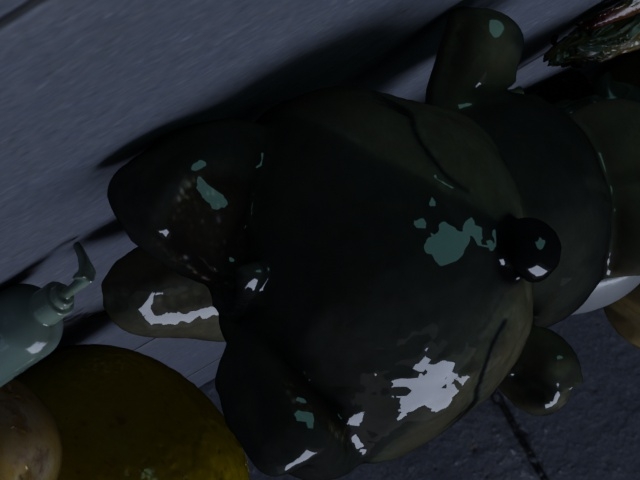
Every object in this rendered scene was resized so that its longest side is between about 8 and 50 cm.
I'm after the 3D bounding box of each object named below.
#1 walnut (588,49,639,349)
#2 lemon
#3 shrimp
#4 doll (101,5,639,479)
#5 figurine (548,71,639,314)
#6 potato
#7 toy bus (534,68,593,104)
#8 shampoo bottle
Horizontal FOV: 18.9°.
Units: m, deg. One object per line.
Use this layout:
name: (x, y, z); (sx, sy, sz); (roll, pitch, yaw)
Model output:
walnut: (0.413, -0.055, 1.995); (0.381, 0.381, 0.381); (-29, 175, -3)
lemon: (-0.201, 0.232, 1.753); (0.293, 0.293, 0.293); (-29, 175, -3)
shrimp: (0.259, -0.188, 1.565); (0.190, 0.042, 0.101); (-28, 154, -13)
doll: (0.011, 0.034, 1.224); (0.382, 0.252, 0.378); (-16, 167, -43)
figurine: (0.118, -0.018, 1.571); (0.382, 0.261, 0.186); (-13, 144, 0)
potato: (-0.281, 0.170, 1.519); (0.150, 0.146, 0.234); (18, 175, -16)
toy bus: (0.133, -0.029, 1.781); (0.409, 0.093, 0.092); (-36, 171, -35)
shampoo bottle: (-0.215, 0.066, 1.301); (0.195, 0.056, 0.056); (-32, 174, 36)
